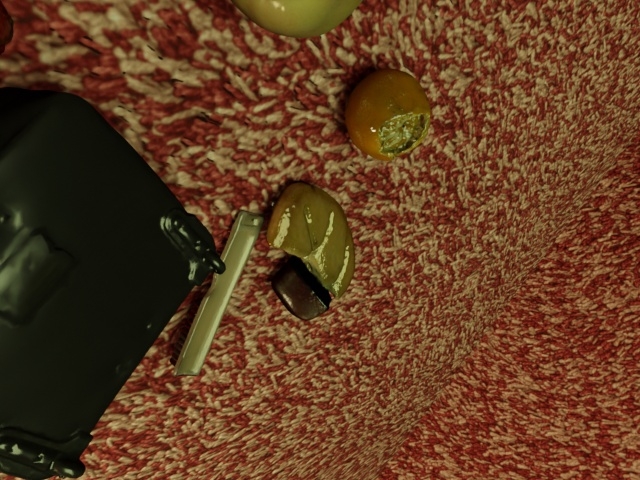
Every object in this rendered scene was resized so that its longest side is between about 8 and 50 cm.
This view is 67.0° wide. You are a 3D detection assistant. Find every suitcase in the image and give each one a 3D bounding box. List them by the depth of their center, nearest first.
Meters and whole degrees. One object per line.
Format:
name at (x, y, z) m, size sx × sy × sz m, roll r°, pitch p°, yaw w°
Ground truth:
suitcase at (-0.311, 0.043, 0.515) m, size 0.345 × 0.188 × 0.339 m, roll -57°, pitch 145°, yaw -22°

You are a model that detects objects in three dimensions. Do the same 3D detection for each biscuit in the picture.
biscuit at (0.003, -0.003, 0.941) m, size 0.299 × 0.045 × 0.154 m, roll 45°, pitch 69°, yaw -49°

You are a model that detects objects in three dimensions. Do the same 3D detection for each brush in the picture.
brush at (-0.189, 0.094, 0.865) m, size 0.060 × 0.050 × 0.321 m, roll 16°, pitch 101°, yaw -48°

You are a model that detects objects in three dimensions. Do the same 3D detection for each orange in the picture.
orange at (0.119, -0.216, 0.838) m, size 0.154 × 0.134 × 0.155 m, roll -25°, pitch 130°, yaw -34°

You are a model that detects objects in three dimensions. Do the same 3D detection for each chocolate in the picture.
chocolate at (-0.037, 0.113, 0.986) m, size 0.080 × 0.125 × 0.148 m, roll -35°, pitch 149°, yaw 8°

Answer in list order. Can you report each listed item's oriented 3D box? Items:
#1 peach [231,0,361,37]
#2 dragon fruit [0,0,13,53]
peach at (-0.029, -0.350, 0.538) m, size 0.232 × 0.232 × 0.232 m, roll -27°, pitch 138°, yaw -28°
dragon fruit at (-0.378, -0.207, 0.312) m, size 0.317 × 0.152 × 0.205 m, roll -17°, pitch 131°, yaw -36°
